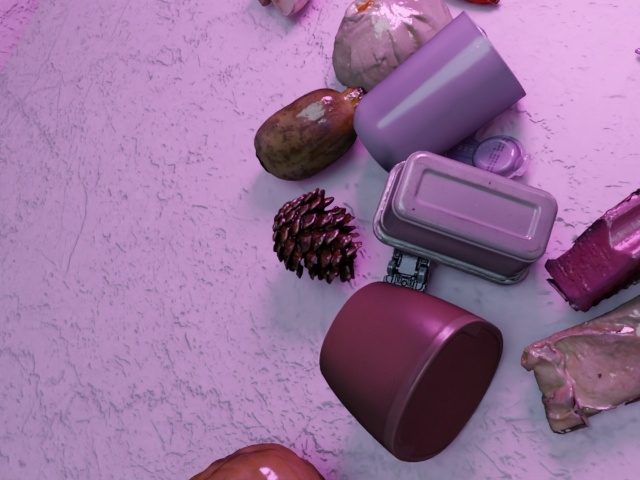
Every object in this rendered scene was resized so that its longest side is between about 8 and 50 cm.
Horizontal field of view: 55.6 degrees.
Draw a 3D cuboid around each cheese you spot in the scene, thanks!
[{"bbox_3d":[0.337,-0.174,1.239,0.191,0.042,0.105,27,86,41],"label":"cheese"}]

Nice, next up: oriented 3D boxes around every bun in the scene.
[{"bbox_3d":[0.145,-0.467,1.353,0.293,0.187,0.293,-8,71,24],"label":"bun"}]

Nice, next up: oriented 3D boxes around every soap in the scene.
[{"bbox_3d":[0.514,0.002,1.010,0.289,0.182,0.112,-37,60,10],"label":"soap"}]

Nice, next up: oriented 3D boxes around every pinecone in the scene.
[{"bbox_3d":[-0.001,-0.005,1.296,0.204,0.179,0.184,24,126,27],"label":"pinecone"}]

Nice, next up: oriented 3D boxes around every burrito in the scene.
[{"bbox_3d":[0.503,0.184,0.999,0.347,0.107,0.175,-36,91,21],"label":"burrito"}]

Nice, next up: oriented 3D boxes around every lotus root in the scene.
[{"bbox_3d":[-0.022,-0.249,1.379,0.309,0.173,0.173,-30,62,31],"label":"lotus root"}]

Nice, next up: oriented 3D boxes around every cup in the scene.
[{"bbox_3d":[0.229,-0.284,1.233,0.312,0.205,0.205,-36,61,21],"label":"cup"}]

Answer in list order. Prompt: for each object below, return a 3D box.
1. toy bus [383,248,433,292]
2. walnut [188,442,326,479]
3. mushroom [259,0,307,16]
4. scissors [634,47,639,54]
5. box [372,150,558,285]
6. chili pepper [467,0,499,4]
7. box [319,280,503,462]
[{"bbox_3d":[0.197,0.013,1.232,0.087,0.089,0.194,12,80,23],"label":"toy bus"},{"bbox_3d":[-0.135,0.564,1.123,0.383,0.383,0.384,-9,71,27],"label":"walnut"},{"bbox_3d":[-0.058,-0.684,1.580,0.162,0.173,0.236,63,156,-10],"label":"mushroom"},{"bbox_3d":[0.666,-0.311,1.113,0.133,0.020,0.187,-38,62,10],"label":"scissors"},{"bbox_3d":[0.263,-0.046,1.094,0.311,0.182,0.175,19,83,4],"label":"box"},{"bbox_3d":[0.335,-0.572,1.356,0.169,0.065,0.088,45,114,26],"label":"chili pepper"},{"bbox_3d":[0.151,0.217,1.083,0.216,0.301,0.301,30,90,37],"label":"box"}]
